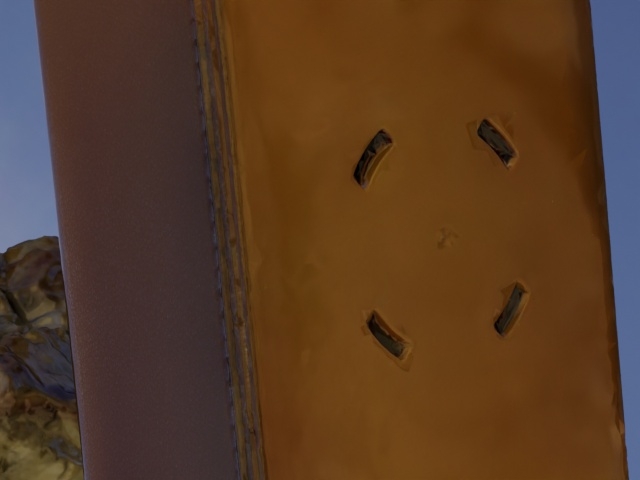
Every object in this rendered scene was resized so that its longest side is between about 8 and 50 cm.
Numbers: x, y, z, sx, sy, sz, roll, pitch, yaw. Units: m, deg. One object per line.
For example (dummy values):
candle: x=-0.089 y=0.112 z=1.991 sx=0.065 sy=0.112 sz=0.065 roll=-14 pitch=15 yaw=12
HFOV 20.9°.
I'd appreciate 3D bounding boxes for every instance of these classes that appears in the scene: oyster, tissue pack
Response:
oyster: x=-0.188 y=0.096 z=1.106 sx=0.107 sy=0.201 sz=0.354 roll=-29 pitch=-5 yaw=36
tissue pack: x=0.000 y=0.000 z=0.691 sx=0.194 sy=0.145 sz=0.274 roll=-8 pitch=-86 yaw=-41
